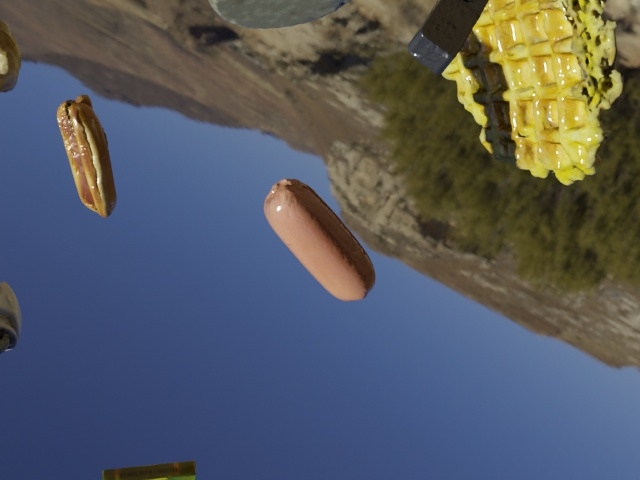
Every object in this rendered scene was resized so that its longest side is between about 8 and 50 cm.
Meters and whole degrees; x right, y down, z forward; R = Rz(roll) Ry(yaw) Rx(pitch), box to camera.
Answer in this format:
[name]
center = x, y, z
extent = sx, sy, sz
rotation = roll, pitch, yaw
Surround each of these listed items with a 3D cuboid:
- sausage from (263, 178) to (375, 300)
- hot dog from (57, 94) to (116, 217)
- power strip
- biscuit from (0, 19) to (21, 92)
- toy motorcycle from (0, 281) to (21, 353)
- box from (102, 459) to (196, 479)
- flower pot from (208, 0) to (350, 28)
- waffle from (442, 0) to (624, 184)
[sausage]
center = 0.000, 0.000, 0.506
extent = 0.083, 0.034, 0.034
rotation = 50, -179, -25
[hot dog]
center = -0.444, -0.161, 1.722
extent = 0.100, 0.250, 0.068
rotation = 24, -137, 40
[power strip]
center = 0.112, -0.188, 0.736
extent = 0.038, 0.111, 0.029
rotation = 35, 148, -6
[biscuit]
center = -0.359, -0.200, 0.831
extent = 0.183, 0.061, 0.118
rotation = 23, -150, 2
[toy motorcycle]
center = -0.511, 0.098, 1.233
extent = 0.260, 0.110, 0.171
rotation = 14, -154, 22
[box]
center = -0.226, 0.378, 1.202
extent = 0.121, 0.193, 0.030
rotation = -3, -145, -10
[flower pot]
center = -0.068, -0.466, 1.125
extent = 0.293, 0.293, 0.330
rotation = 12, -120, -62
[waffle]
center = 0.215, -0.220, 0.939
extent = 0.060, 0.312, 0.307
rotation = -19, -134, -18
